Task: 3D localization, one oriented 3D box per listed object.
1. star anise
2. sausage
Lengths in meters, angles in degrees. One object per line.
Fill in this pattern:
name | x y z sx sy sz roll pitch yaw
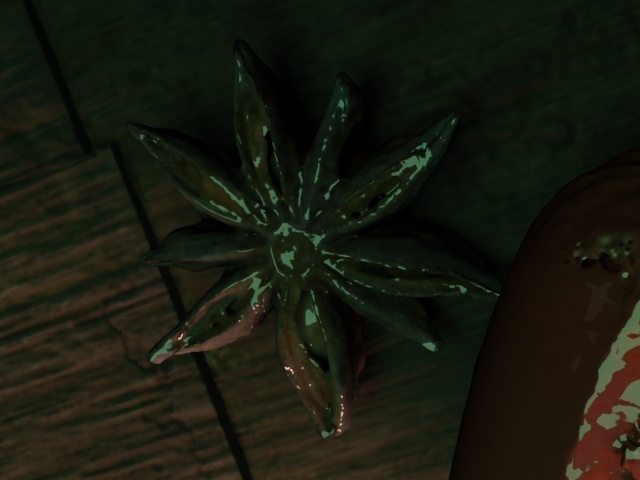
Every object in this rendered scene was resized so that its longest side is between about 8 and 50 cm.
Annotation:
star anise | 0.000 0.000 0.925 0.182 0.065 0.195 1 103 21
sausage | 0.131 0.097 0.840 0.152 0.152 0.280 19 111 20
